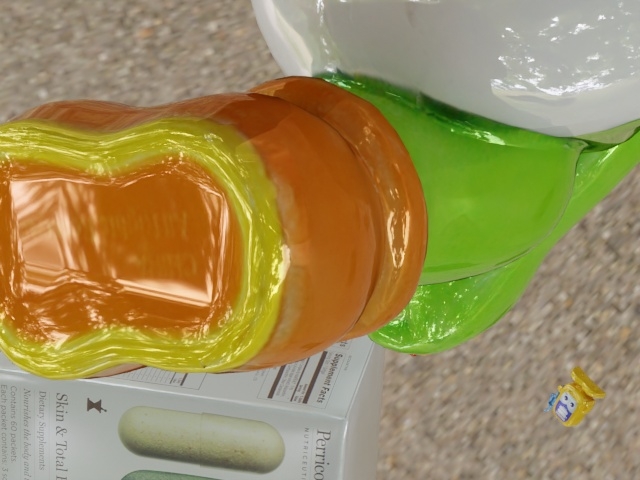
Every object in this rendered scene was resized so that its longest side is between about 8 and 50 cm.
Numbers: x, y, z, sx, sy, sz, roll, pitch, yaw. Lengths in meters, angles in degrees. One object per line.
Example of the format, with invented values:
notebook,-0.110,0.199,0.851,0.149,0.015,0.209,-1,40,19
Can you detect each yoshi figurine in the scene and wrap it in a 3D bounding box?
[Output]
yoshi figurine,0.048,-0.090,0.501,0.203,0.362,0.203,54,135,17

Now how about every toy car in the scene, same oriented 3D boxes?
toy car,0.085,0.066,0.978,0.122,0.060,0.040,39,121,18

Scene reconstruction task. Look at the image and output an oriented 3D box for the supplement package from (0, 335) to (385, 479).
supplement package,-0.096,0.157,1.404,0.262,0.198,0.199,7,114,8
